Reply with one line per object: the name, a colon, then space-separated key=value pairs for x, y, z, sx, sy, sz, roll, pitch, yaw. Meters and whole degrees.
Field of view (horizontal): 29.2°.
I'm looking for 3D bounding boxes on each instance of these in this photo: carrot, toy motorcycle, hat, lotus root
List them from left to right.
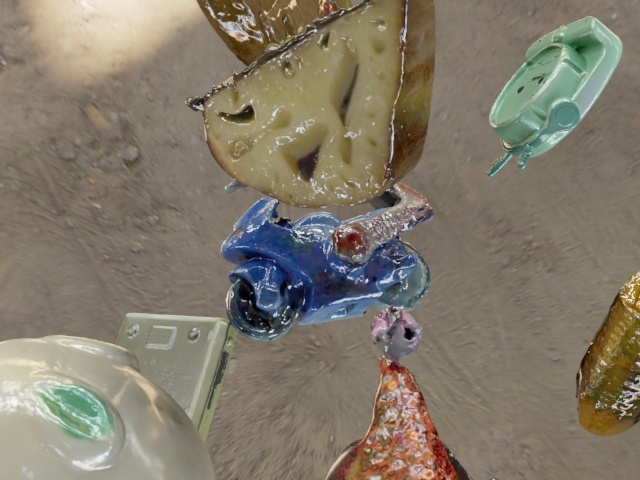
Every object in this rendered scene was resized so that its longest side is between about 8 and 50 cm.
toy motorcycle: x=-0.008 y=0.014 z=1.704 sx=0.319 sy=0.182 sz=0.241 roll=-9 pitch=43 yaw=-28
lotus root: x=0.010 y=-0.114 z=1.066 sx=0.261 sy=0.074 sz=0.170 roll=-14 pitch=102 yaw=40
hat: x=0.051 y=0.154 z=0.850 sx=0.140 sy=0.129 sz=0.227 roll=-11 pitch=62 yaw=10
carrot: x=0.306 y=0.116 z=1.219 sx=0.082 sy=0.082 sz=0.173 roll=16 pitch=122 yaw=2

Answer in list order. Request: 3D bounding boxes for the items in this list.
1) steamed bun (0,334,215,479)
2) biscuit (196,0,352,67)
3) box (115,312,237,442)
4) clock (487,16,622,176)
steamed bun: x=-0.165 y=0.158 z=0.891 sx=0.131 sy=0.177 sz=0.228 roll=-40 pitch=106 yaw=13
biscuit: x=-0.043 y=-0.288 z=1.400 sx=0.070 sy=0.394 sz=0.350 roll=-23 pitch=76 yaw=21
box: x=-0.227 y=0.227 z=1.632 sx=0.211 sy=0.045 sz=0.270 roll=2 pitch=66 yaw=37
clock: x=0.271 y=-0.169 z=1.496 sx=0.066 sy=0.159 sz=0.211 roll=37 pitch=72 yaw=-14
